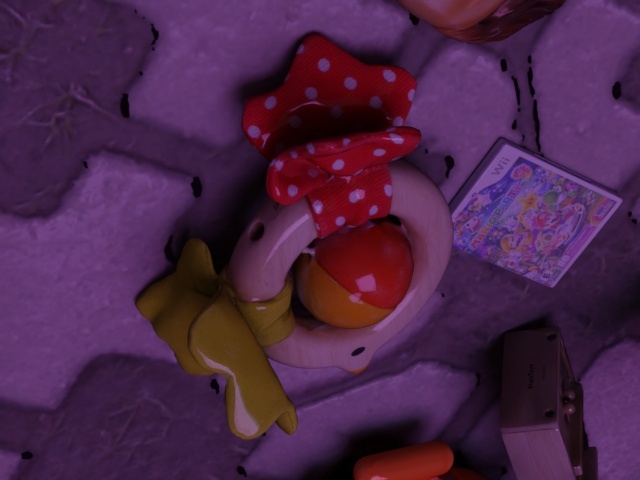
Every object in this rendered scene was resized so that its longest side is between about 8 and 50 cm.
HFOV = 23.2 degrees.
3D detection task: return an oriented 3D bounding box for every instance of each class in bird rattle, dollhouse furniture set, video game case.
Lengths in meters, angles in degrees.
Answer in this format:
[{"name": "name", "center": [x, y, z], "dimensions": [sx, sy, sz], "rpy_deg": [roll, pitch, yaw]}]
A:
[{"name": "bird rattle", "center": [0.000, 0.000, 1.033], "dimensions": [0.207, 0.143, 0.253], "rpy_deg": [19, 104, -46]}, {"name": "dollhouse furniture set", "center": [0.272, 0.144, 1.173], "dimensions": [0.242, 0.212, 0.161], "rpy_deg": [-8, 132, 17]}, {"name": "video game case", "center": [0.149, -0.018, 1.121], "dimensions": [0.122, 0.011, 0.087], "rpy_deg": [21, 115, -33]}]

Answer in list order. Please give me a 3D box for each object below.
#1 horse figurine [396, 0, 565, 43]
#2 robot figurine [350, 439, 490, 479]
[{"name": "horse figurine", "center": [0.074, -0.203, 0.913], "dimensions": [0.174, 0.066, 0.263], "rpy_deg": [-35, 129, -1]}, {"name": "robot figurine", "center": [0.061, 0.245, 1.211], "dimensions": [0.219, 0.158, 0.128], "rpy_deg": [-6, 164, -20]}]
